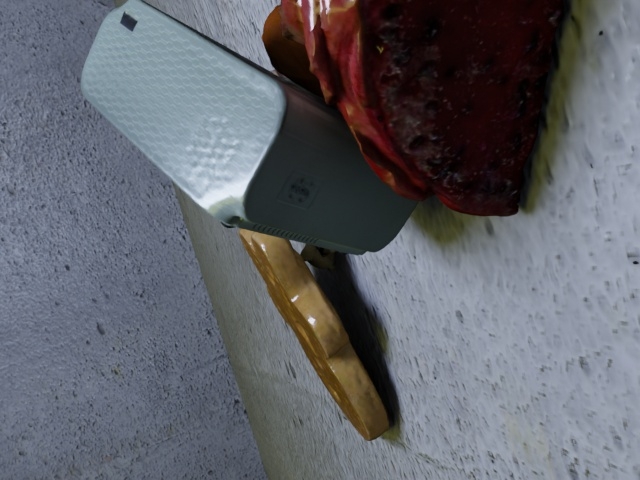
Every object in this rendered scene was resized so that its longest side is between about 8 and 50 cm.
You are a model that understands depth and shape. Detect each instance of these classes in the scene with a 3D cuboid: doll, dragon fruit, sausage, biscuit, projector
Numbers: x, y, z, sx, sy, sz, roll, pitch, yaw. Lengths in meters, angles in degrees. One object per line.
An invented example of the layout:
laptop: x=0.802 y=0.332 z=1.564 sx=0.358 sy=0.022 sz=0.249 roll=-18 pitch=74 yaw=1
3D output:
doll: x=0.008 y=-0.001 z=0.818 sx=0.093 sy=0.051 sz=0.061 roll=-54 pitch=47 yaw=33
dragon fruit: x=0.033 y=-0.167 z=0.388 sx=0.205 sy=0.152 sz=0.316 roll=-128 pitch=26 yaw=-48
sausage: x=0.005 y=-0.184 z=0.574 sx=0.179 sy=0.089 sz=0.089 roll=46 pitch=149 yaw=46
biscuit: x=-0.003 y=0.125 z=0.848 sx=0.354 sy=0.052 sz=0.275 roll=60 pitch=168 yaw=-8
projector: x=-0.059 y=-0.093 z=0.521 sx=0.250 sy=0.198 sz=0.108 roll=38 pitch=105 yaw=35

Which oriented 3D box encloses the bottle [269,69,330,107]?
bottle: x=-0.033 y=-0.140 z=0.693 sx=0.099 sy=0.099 sz=0.152 roll=101 pitch=147 yaw=-56
